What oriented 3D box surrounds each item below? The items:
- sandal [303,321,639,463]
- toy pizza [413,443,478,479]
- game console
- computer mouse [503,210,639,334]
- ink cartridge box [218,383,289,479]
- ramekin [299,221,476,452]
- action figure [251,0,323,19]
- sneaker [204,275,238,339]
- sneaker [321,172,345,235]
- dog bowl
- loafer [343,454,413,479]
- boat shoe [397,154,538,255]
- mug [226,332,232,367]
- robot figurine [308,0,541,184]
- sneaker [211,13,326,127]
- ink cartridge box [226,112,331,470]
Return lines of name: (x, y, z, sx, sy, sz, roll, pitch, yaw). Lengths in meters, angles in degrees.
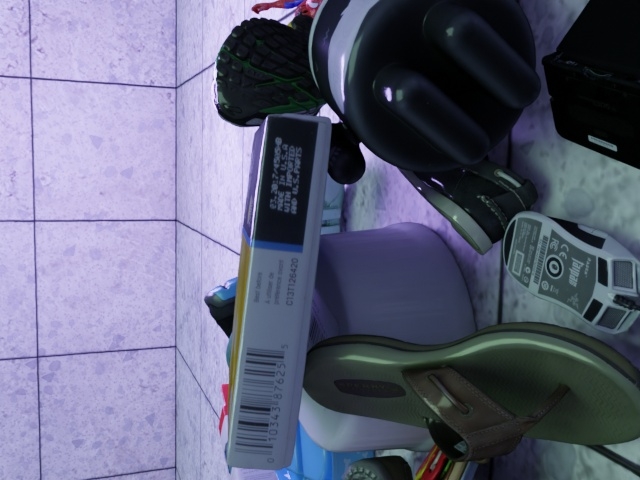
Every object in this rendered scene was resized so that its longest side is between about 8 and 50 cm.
sandal: (0.108, 0.138, 0.527, 0.303, 0.086, 0.120, -9, 122, 35)
toy pizza: (0.100, 0.246, 0.616, 0.201, 0.032, 0.201, -56, -12, -19)
game console: (0.229, -0.120, 0.470, 0.107, 0.071, 0.122, 66, 172, -30)
computer mouse: (0.213, 0.028, 0.481, 0.193, 0.042, 0.106, -137, 45, -54)
ink cartridge box: (-0.106, 0.370, 1.180, 0.231, 0.134, 0.078, -113, 29, -45)
ramekin: (0.050, 0.116, 0.768, 0.277, 0.135, 0.277, 179, 90, -69)
action figure: (-0.077, -0.337, 1.081, 0.280, 0.139, 0.091, 149, 117, -63)
sneaker: (-0.082, 0.148, 1.047, 0.341, 0.125, 0.139, 60, -172, -66)
sneaker: (0.000, 0.000, 0.942, 0.151, 0.094, 0.255, -107, 16, -49)
dog bowl: (-0.006, 0.311, 1.005, 0.297, 0.074, 0.165, 152, 114, -66)
loafer: (0.102, 0.364, 0.744, 0.094, 0.087, 0.251, -11, 91, 42)
boat shoe: (0.135, -0.065, 0.656, 0.079, 0.084, 0.233, -45, 26, 8)
mug: (-0.062, 0.158, 0.914, 0.097, 0.158, 0.129, 29, 87, 37)
robot figurine: (0.087, -0.164, 0.598, 0.278, 0.209, 0.173, -116, 12, -62)
sneaker: (-0.044, -0.186, 0.816, 0.146, 0.134, 0.343, -55, -3, 25)
ink cartridge box: (-0.056, 0.032, 0.685, 0.307, 0.072, 0.303, -156, 71, -79)
